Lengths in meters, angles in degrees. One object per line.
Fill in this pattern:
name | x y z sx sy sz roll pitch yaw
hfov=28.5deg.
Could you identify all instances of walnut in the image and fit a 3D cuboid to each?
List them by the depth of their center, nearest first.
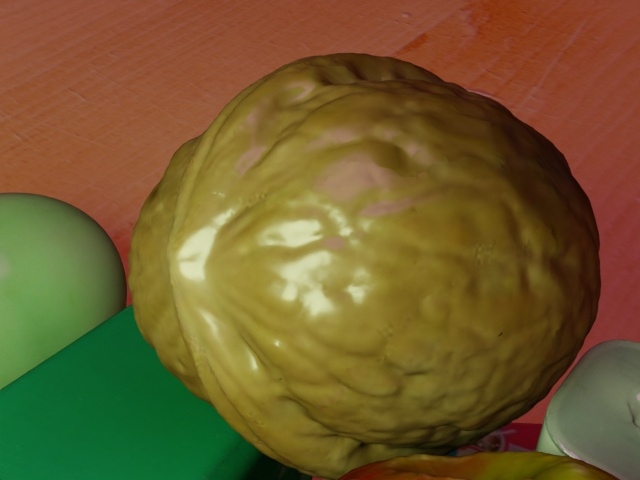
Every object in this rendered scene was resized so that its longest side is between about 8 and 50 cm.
walnut | 0.028 0.018 0.877 0.333 0.333 0.333 1 35 -1

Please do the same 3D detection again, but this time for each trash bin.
trash bin | -0.149 0.221 0.957 0.295 0.259 0.381 20 35 18

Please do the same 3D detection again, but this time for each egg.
egg | -0.304 0.066 1.198 0.220 0.220 0.269 14 31 18

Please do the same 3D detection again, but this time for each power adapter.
power adapter | 0.243 0.174 0.877 0.187 0.255 0.124 27 50 22

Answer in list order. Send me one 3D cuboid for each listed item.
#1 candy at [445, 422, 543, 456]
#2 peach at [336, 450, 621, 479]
candy | 0.248 0.244 1.067 0.306 0.100 0.157 2 34 2
peach | 0.096 0.310 0.758 0.372 0.372 0.290 30 17 35
